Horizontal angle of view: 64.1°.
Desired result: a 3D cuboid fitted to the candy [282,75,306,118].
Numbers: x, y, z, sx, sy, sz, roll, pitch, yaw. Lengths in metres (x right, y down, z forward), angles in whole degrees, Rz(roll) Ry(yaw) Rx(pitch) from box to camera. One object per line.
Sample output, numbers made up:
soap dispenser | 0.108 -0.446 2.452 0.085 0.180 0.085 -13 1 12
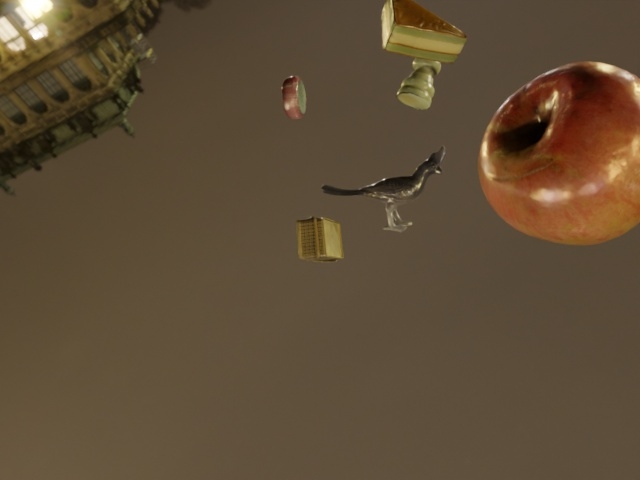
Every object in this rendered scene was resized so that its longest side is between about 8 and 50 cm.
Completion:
candy | -0.065 -0.354 1.271 0.043 0.103 0.103 -2 -135 11

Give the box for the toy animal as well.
toy animal | 0.206 -0.123 1.493 0.366 0.206 0.081 -16 -163 12

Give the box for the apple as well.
apple | 0.521 -0.161 1.049 0.363 0.364 0.364 -19 -140 17

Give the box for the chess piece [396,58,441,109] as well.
chess piece | 0.376 -0.614 1.851 0.133 0.133 0.243 19 -92 46

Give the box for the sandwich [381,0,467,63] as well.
sandwich | 0.217 -0.453 1.084 0.163 0.079 0.114 6 -120 -11

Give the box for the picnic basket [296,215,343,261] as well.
picnic basket | 0.000 0.000 1.422 0.079 0.164 0.115 -8 -99 20
